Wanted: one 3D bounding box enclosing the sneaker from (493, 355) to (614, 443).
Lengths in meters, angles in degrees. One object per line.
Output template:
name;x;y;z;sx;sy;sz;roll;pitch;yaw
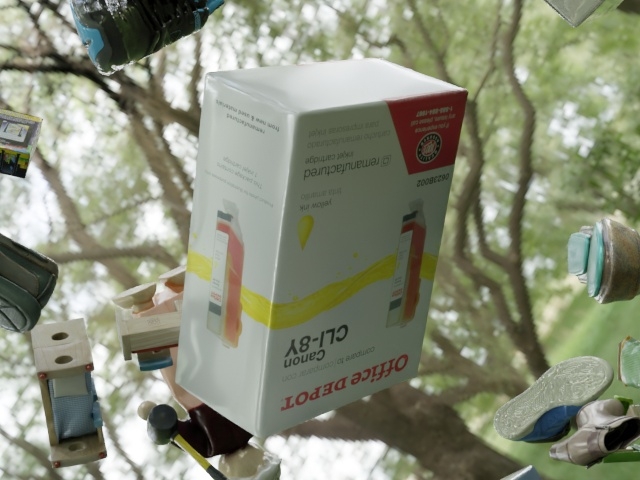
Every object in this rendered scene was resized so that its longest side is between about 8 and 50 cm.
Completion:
sneaker;0.281;0.188;1.378;0.152;0.058;0.084;-37;-31;17

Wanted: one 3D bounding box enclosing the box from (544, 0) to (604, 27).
box;0.388;-0.399;1.655;0.148;0.121;0.311;-47;-6;27

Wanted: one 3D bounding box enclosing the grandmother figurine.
grandmother figurine;-0.141;0.204;1.579;0.207;0.342;0.104;-23;7;-11

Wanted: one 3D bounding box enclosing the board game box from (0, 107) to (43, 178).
board game box;-0.531;-0.164;1.845;0.141;0.170;0.048;-96;22;-62

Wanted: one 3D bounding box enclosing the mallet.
mallet;-0.142;0.272;1.452;0.039;0.189;0.062;-43;-22;-27

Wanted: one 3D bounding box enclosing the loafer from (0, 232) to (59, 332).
loafer;-0.398;-0.006;1.237;0.096;0.267;0.084;-36;22;49

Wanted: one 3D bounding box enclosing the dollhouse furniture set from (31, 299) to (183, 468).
dollhouse furniture set;-0.239;0.168;1.403;0.129;0.183;0.129;-126;29;-64

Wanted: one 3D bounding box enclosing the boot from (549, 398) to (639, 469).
boot;0.274;0.179;1.118;0.118;0.042;0.087;-32;1;-33

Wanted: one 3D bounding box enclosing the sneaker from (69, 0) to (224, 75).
sneaker;-0.231;-0.317;1.596;0.341;0.139;0.125;-67;-40;-67

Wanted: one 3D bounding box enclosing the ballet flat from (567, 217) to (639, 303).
ballet flat;0.391;0.022;1.534;0.316;0.106;0.108;-50;-36;-81

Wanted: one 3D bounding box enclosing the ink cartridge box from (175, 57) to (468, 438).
ink cartridge box;0.000;0.000;1.372;0.279;0.160;0.385;-14;-59;-43

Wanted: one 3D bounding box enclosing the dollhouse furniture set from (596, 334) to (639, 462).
dollhouse furniture set;0.369;0.195;1.460;0.076;0.058;0.152;-164;75;-81

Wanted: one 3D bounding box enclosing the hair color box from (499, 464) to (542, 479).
hair color box;0.051;0.362;1.141;0.374;0.114;0.185;-35;-12;33
